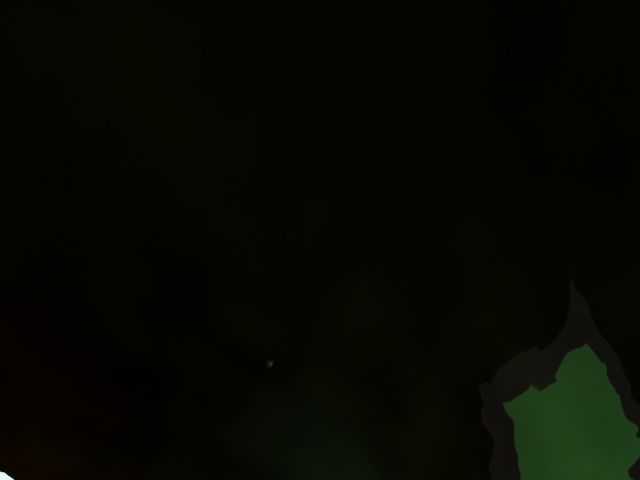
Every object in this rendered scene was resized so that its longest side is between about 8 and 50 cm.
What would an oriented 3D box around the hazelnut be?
[{"bbox_3d":[0.000,0.000,0.505,0.359,0.359,0.409,-32,143,-9],"label":"hazelnut"}]
